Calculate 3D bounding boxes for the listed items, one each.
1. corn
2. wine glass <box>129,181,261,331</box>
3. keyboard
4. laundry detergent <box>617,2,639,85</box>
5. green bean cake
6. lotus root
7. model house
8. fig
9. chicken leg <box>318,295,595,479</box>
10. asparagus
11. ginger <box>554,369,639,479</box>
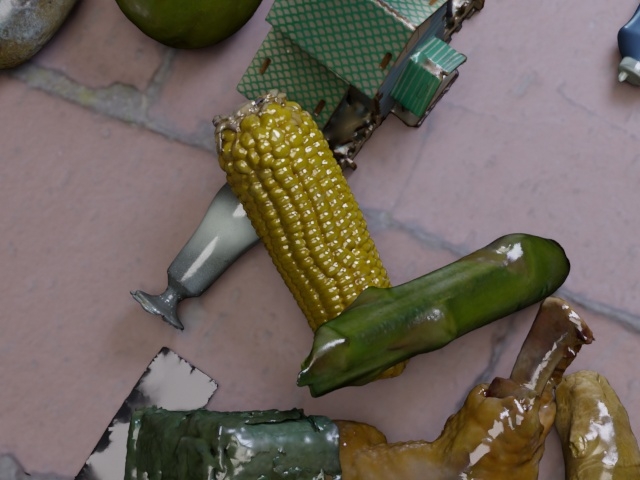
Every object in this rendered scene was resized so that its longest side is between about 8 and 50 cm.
[{"bbox_3d":[0.000,0.000,1.139,0.106,0.106,0.305,-28,100,0],"label":"corn"},{"bbox_3d":[-0.119,0.016,1.197,0.072,0.072,0.155,40,88,10],"label":"wine glass"},{"bbox_3d":[-0.186,0.209,1.202,0.074,0.015,0.196,32,86,6],"label":"keyboard"},{"bbox_3d":[0.372,-0.237,1.196,0.097,0.061,0.206,37,86,3],"label":"laundry detergent"},{"bbox_3d":[-0.091,0.270,1.063,0.132,0.255,0.241,-1,86,-33],"label":"green bean cake"},{"bbox_3d":[-0.331,-0.245,1.252,0.113,0.088,0.192,33,86,26],"label":"lotus root"},{"bbox_3d":[0.052,-0.207,1.148,0.178,0.206,0.271,41,86,10],"label":"model house"},{"bbox_3d":[-0.128,-0.301,1.202,0.181,0.191,0.181,11,53,-15],"label":"fig"},{"bbox_3d":[0.097,0.219,1.095,0.295,0.182,0.409,27,88,31],"label":"chicken leg"},{"bbox_3d":[0.097,0.069,1.098,0.343,0.085,0.082,-22,118,-33],"label":"asparagus"},{"bbox_3d":[0.271,0.228,1.116,0.115,0.081,0.205,16,63,-10],"label":"ginger"}]
